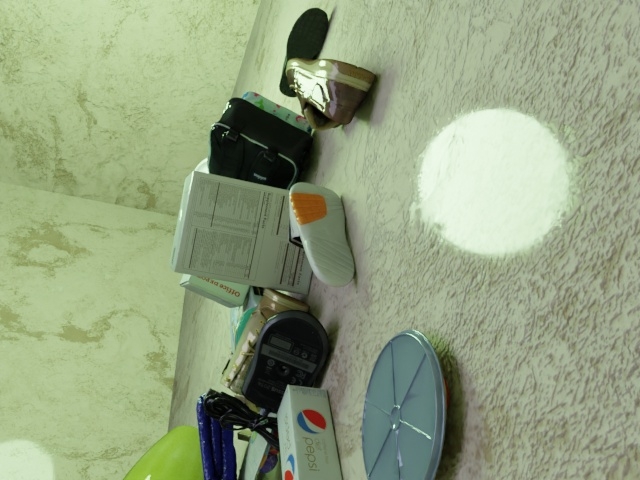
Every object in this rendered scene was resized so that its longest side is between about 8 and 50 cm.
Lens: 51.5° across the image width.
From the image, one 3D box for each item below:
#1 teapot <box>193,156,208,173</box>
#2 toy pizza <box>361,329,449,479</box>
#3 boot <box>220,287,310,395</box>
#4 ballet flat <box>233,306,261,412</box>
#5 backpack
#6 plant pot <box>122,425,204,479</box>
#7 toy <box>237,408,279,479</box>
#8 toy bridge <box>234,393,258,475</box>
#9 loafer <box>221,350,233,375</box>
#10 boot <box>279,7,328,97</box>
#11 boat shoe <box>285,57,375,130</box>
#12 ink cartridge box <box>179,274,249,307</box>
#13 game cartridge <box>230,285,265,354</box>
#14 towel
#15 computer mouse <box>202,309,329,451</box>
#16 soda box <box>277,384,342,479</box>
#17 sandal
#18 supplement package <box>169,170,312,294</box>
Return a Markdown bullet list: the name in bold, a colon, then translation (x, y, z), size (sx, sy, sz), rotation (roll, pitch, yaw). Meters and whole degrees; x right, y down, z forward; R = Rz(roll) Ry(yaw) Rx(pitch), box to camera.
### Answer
- **teapot**: translation (-0.253, -0.122, 1.939), size (0.256, 0.187, 0.253), rotation (-49, 57, 30)
- **toy pizza**: translation (0.098, 0.202, 0.750), size (0.201, 0.032, 0.201), rotation (-169, 90, -73)
- **boot**: translation (-0.112, 0.200, 1.271), size (0.204, 0.095, 0.262), rotation (-64, 8, -15)
- **ballet flat**: translation (-0.153, 0.275, 1.505), size (0.086, 0.086, 0.249), rotation (123, 153, -53)
- **backpack**: translation (-0.142, -0.196, 1.523), size (0.191, 0.225, 0.254), rotation (-63, -1, -37)
- **plant pot**: translation (-0.406, 0.668, 1.849), size (0.293, 0.274, 0.275), rotation (-73, 2, -63)
- **toy**: translation (-0.093, 0.369, 1.260), size (0.137, 0.056, 0.238), rotation (-179, 105, -78)
- **toy bridge**: translation (-0.145, 0.414, 1.397), size (0.063, 0.026, 0.188), rotation (0, 96, 33)
- **loafer**: translation (-0.240, 0.330, 1.824), size (0.045, 0.039, 0.125), rotation (-105, 30, -59)
- **boot**: translation (-0.049, -0.495, 1.663), size (0.161, 0.083, 0.247), rotation (-88, 18, -47)
- **boat shoe**: translation (0.000, -0.272, 1.266), size (0.342, 0.123, 0.123), rotation (-145, 68, -66)
- **ink cartridge box**: translation (-0.237, 0.046, 1.649), size (0.087, 0.153, 0.209), rotation (-21, 45, 60)
- **game cartridge**: translation (-0.186, 0.186, 1.715), size (0.297, 0.062, 0.198), rotation (-116, 44, -65)
- **towel**: translation (-0.205, 0.481, 1.405), size (0.308, 0.076, 0.228), rotation (95, 163, -51)
- **computer mouse**: translation (-0.074, 0.222, 1.145), size (0.272, 0.188, 0.072), rotation (-63, 1, 22)
- **soda box**: translation (-0.018, 0.324, 1.004), size (0.216, 0.069, 0.074), rotation (-101, 27, -55)
- **sandal**: translation (-0.010, -0.002, 1.137), size (0.265, 0.101, 0.076), rotation (-100, 29, -48)
- **supplement package**: translation (-0.156, -0.014, 1.353), size (0.199, 0.262, 0.198), rotation (-175, 96, -74)
